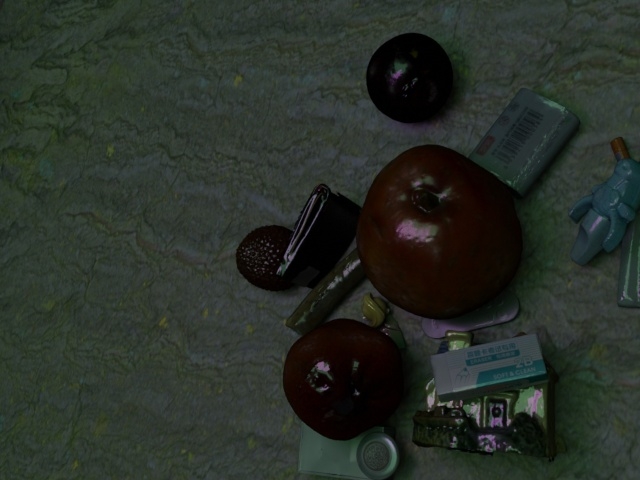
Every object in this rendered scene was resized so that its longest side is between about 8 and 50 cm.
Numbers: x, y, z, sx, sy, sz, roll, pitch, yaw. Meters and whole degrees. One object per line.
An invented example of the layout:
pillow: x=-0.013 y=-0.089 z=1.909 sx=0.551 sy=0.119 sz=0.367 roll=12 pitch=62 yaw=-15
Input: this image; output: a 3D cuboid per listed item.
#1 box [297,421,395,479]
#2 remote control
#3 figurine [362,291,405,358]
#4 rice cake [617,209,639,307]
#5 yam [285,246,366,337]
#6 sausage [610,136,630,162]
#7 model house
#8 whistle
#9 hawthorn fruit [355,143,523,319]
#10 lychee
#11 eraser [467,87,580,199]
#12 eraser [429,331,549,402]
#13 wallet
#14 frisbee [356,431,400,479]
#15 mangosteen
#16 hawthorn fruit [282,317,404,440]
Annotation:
box: x=0.065 y=0.515 z=1.834 sx=0.225 sy=0.086 sz=0.129 roll=-2 pitch=76 yaw=28
remote control: x=0.360 y=0.181 z=1.794 sx=0.245 sy=0.022 sz=0.077 roll=-17 pitch=68 yaw=24
figurine: x=0.155 y=0.218 z=1.871 sx=0.083 sy=0.083 sz=0.187 roll=-24 pitch=77 yaw=22
rice cake: x=0.700 y=0.038 z=1.634 sx=0.080 sy=0.042 sz=0.221 roll=1 pitch=78 yaw=31
yam: x=0.050 y=0.110 z=1.952 sx=0.371 sy=0.083 sz=0.083 roll=-48 pitch=61 yaw=10
sausage: x=0.693 y=-0.183 z=1.700 sx=0.031 sy=0.031 sz=0.107 roll=-21 pitch=70 yaw=23
model house: x=0.364 y=0.329 z=1.621 sx=0.321 sy=0.261 sz=0.266 roll=2 pitch=76 yaw=23
whistle: x=0.638 y=-0.066 z=1.636 sx=0.273 sy=0.093 sz=0.186 roll=-61 pitch=17 yaw=18
hawthorn fruit: x=0.261 y=-0.025 z=1.690 sx=0.403 sy=0.403 sz=0.402 roll=-7 pitch=74 yaw=27
lychee: x=-0.133 y=0.048 z=2.009 sx=0.195 sy=0.194 sz=0.194 roll=-7 pitch=74 yaw=27
eraser: x=0.483 y=-0.233 z=1.785 sx=0.174 sy=0.081 sz=0.227 roll=38 pitch=90 yaw=28
eraser: x=0.344 y=0.261 z=1.523 sx=0.225 sy=0.052 sz=0.095 roll=-14 pitch=52 yaw=11
wallet: x=0.000 y=0.000 z=1.922 sx=0.071 sy=0.221 sz=0.262 roll=29 pitch=92 yaw=26
frisbee: x=0.134 y=0.504 z=1.743 sx=0.110 sy=0.014 sz=0.110 roll=-7 pitch=74 yaw=26
mangosteen: x=0.226 y=-0.426 z=1.925 sx=0.228 sy=0.228 sz=0.265 roll=-35 pitch=26 yaw=17
hawthorn fruit: x=0.059 y=0.320 z=1.765 sx=0.295 sy=0.311 sz=0.294 roll=3 pitch=100 yaw=15
